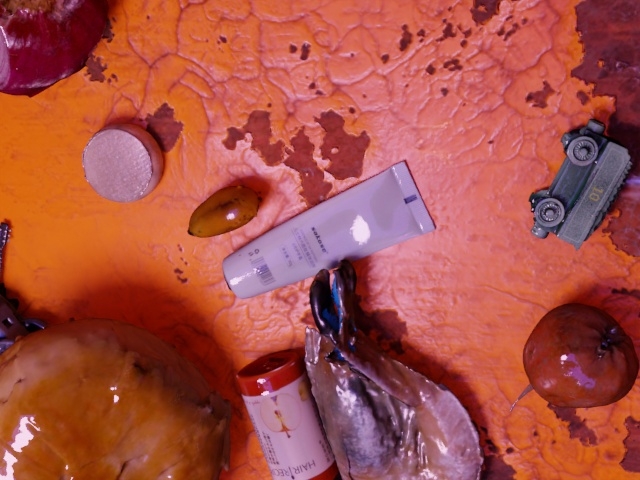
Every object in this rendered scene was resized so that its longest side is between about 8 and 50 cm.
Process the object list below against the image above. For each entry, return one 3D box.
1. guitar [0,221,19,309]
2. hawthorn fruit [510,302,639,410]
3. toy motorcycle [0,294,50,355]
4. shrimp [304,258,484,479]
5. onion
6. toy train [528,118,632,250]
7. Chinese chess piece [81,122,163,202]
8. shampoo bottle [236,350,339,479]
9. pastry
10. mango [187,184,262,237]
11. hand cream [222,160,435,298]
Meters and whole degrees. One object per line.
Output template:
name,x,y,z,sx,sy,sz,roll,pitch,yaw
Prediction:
guitar,-0.538,0.080,1.476,0.088,0.025,0.234,15,108,10
hawthorn fruit,0.338,0.157,1.207,0.189,0.149,0.149,-12,104,54
toy motorcycle,-0.577,0.149,1.424,0.212,0.125,0.359,-36,99,20
shrimp,0.095,0.240,1.300,0.221,0.110,0.446,-20,106,17
onion,-0.398,-0.323,1.238,0.216,0.207,0.206,6,127,57
toy train,0.343,-0.072,1.168,0.099,0.070,0.172,25,109,0
Chinese chess piece,-0.299,-0.118,1.343,0.122,0.051,0.122,3,106,12
shampoo bottle,-0.036,0.316,1.358,0.104,0.104,0.278,-16,100,19
pastry,-0.335,0.302,1.324,0.409,0.245,0.410,-6,105,-23
mango,-0.143,-0.042,1.305,0.127,0.077,0.063,-23,95,27
hand cream,0.000,0.000,1.292,0.320,0.067,0.109,-24,98,16
